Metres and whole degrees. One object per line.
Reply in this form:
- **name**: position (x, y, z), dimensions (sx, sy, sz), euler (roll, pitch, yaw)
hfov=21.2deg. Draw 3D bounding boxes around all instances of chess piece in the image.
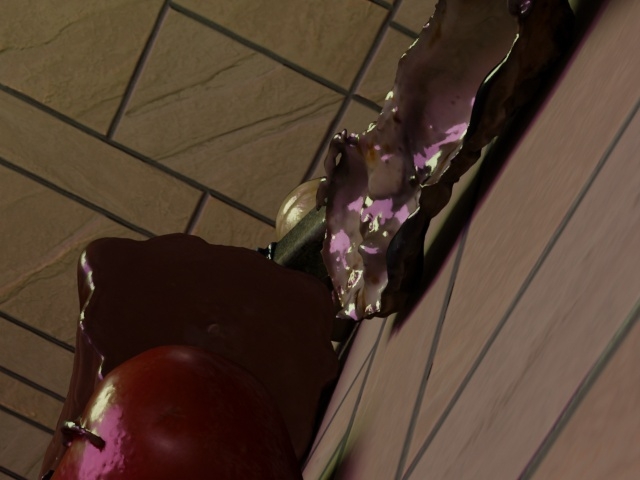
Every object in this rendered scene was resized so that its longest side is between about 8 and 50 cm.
- **chess piece**: position (0.013, 0.016, 1.439), dimensions (0.090, 0.090, 0.200), euler (-63, 14, 15)

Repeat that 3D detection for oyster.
- **oyster**: position (0.075, -0.064, 0.973), dimensions (0.345, 0.079, 0.128), euler (122, 154, -49)

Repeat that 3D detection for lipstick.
- **lipstick**: position (0.000, 0.000, 1.339), dimensions (0.312, 0.051, 0.051), euler (-44, 33, 38)

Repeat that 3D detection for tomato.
- **tomato**: position (-0.080, 0.142, 0.971), dimensions (0.187, 0.151, 0.187), euler (23, -90, -86)

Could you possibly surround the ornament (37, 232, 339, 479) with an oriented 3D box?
- **ornament**: position (-0.109, 0.136, 1.316), dimensions (0.221, 0.235, 0.217), euler (-30, -26, -44)
